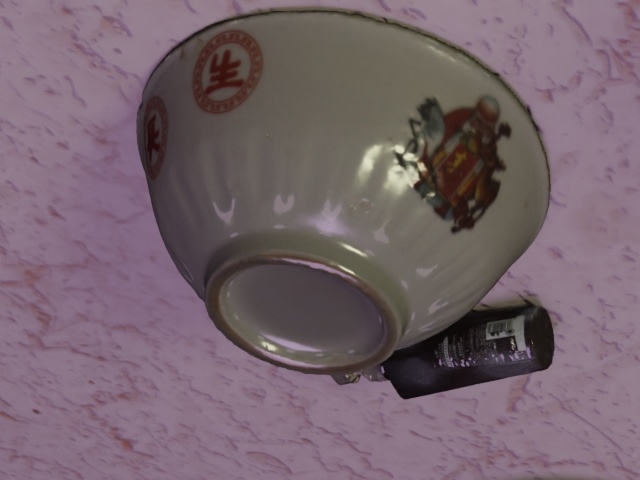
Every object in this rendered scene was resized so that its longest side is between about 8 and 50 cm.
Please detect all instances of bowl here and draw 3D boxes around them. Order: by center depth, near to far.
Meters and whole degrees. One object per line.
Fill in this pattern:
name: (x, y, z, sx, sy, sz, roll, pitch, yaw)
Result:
bowl: (0.000, 0.000, 1.074, 0.337, 0.157, 0.337, 9, 142, 8)

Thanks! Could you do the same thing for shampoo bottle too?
shampoo bottle: (0.101, 0.099, 1.243, 0.208, 0.057, 0.063, -13, 135, 29)
